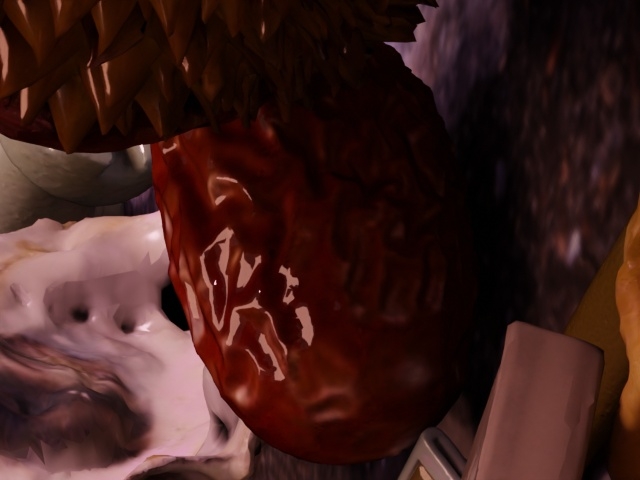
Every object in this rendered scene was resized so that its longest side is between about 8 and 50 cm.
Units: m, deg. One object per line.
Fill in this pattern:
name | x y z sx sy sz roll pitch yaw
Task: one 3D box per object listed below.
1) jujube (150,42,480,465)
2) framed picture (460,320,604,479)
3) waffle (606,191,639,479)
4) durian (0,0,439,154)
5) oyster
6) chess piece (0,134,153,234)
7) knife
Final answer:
jujube | 0.000 0.000 0.678 0.109 0.112 0.176 52 -160 -52
framed picture | -0.012 0.281 0.506 0.326 0.028 0.446 -70 -5 -45
waffle | 0.118 0.015 0.398 0.160 0.055 0.211 -107 26 -48
durian | -0.059 -0.202 0.568 0.384 0.348 0.347 -111 30 -65
oyster | -0.089 0.054 0.828 0.351 0.238 0.114 -80 -25 -70
chess piece | -0.182 -0.053 1.211 0.299 0.195 0.194 -33 54 58
knife | 0.053 0.092 0.624 0.061 0.027 0.343 52 143 27
